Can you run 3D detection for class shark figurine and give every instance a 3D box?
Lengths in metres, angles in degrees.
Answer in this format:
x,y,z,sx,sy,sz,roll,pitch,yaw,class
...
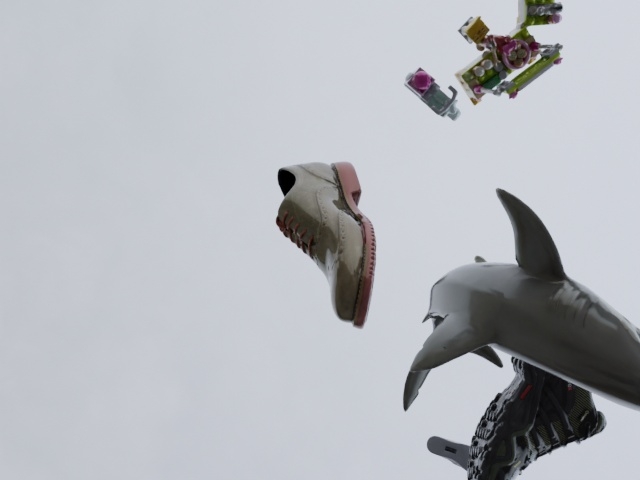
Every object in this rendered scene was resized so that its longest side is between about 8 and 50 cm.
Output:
x,y,z,sx,sy,sz,roll,pitch,yaw,class
0.105,0.068,0.540,0.166,0.116,0.278,54,-19,-6,shark figurine

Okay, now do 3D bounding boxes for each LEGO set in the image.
x,y,z,sx,sy,sz,roll,pitch,yaw,class
0.222,-0.253,0.815,0.132,0.107,0.287,29,-81,-15,LEGO set

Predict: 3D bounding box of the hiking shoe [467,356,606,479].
x,y,z,sx,sy,sz,roll,pitch,yaw,class
0.233,0.192,0.762,0.114,0.086,0.227,24,-83,2,hiking shoe

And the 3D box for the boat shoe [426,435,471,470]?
x,y,z,sx,sy,sz,roll,pitch,yaw,class
0.202,0.309,1.062,0.100,0.035,0.035,12,-102,35,boat shoe

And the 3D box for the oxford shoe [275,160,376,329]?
x,y,z,sx,sy,sz,roll,pitch,yaw,class
0.000,0.000,1.059,0.130,0.348,0.123,3,-58,-11,oxford shoe
